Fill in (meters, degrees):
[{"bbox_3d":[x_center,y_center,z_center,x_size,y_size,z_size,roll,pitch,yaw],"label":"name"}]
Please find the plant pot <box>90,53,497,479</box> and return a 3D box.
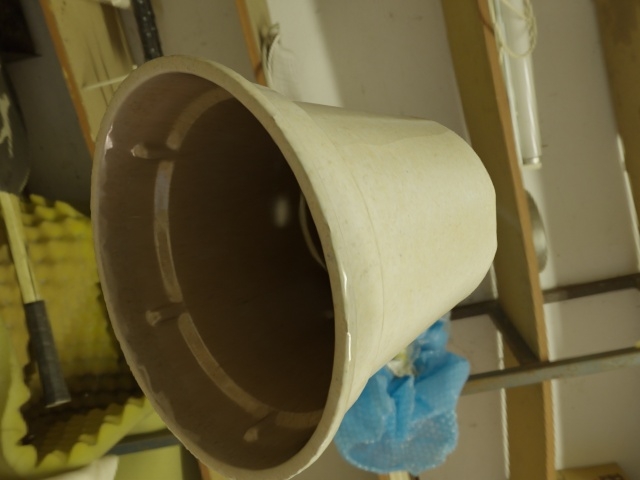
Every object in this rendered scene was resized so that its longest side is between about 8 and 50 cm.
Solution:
[{"bbox_3d":[0.000,0.000,0.553,0.305,0.333,0.334,-16,95,-44],"label":"plant pot"}]
